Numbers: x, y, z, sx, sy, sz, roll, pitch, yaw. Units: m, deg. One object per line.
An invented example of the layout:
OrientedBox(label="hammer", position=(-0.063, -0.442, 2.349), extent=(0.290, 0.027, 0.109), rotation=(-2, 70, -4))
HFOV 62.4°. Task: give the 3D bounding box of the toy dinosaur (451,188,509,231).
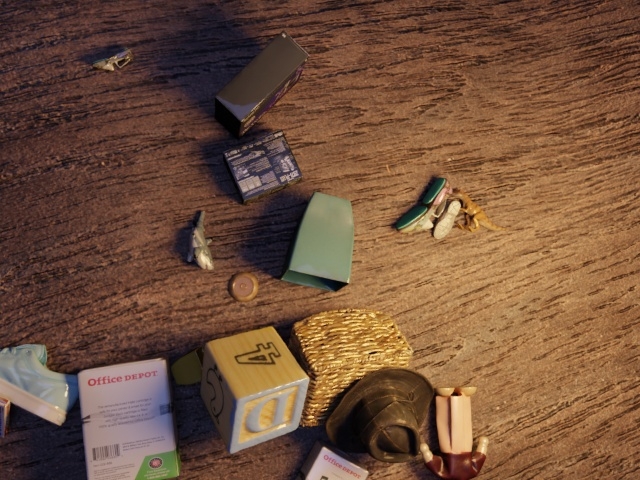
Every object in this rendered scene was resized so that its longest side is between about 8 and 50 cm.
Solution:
OrientedBox(label="toy dinosaur", position=(0.471, -0.068, 1.576), extent=(0.211, 0.064, 0.112), rotation=(43, 78, -4))

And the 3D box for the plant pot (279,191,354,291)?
OrientedBox(label="plant pot", position=(0.000, 0.000, 1.441), extent=(0.165, 0.165, 0.234), rotation=(12, 74, -9))

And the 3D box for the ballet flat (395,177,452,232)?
OrientedBox(label="ballet flat", position=(0.316, -0.087, 1.552), extent=(0.221, 0.077, 0.079), rotation=(-48, 115, -11))

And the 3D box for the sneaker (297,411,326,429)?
OrientedBox(label="sneaker", position=(-0.028, 0.467, 1.429), extent=(0.214, 0.084, 0.083), rotation=(2, 107, -12))

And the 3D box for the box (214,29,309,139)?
OrientedBox(label="box", position=(-0.165, -0.417, 1.440), extent=(0.103, 0.184, 0.261), rotation=(43, 79, -3))

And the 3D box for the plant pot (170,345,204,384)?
OrientedBox(label="plant pot", position=(-0.342, 0.334, 1.383), extent=(0.083, 0.081, 0.081), rotation=(-22, 88, 0))

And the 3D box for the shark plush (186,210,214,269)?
OrientedBox(label="shark plush", position=(-0.327, 0.002, 1.449), extent=(0.067, 0.073, 0.161), rotation=(4, 61, -29))

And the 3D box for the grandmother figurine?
OrientedBox(label="grandmother figurine", position=(0.372, 0.582, 1.454), extent=(0.207, 0.104, 0.343), rotation=(-2, 76, -2))

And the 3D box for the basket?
OrientedBox(label="basket", position=(0.058, 0.327, 1.408), extent=(0.299, 0.213, 0.223), rotation=(-5, 123, -22))

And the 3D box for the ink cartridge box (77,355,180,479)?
OrientedBox(label="ink cartridge box", position=(-0.472, 0.447, 1.322), extent=(0.211, 0.121, 0.289), rotation=(-6, 85, -11))

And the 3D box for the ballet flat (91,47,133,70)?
OrientedBox(label="ballet flat", position=(-0.569, -0.490, 1.452), extent=(0.114, 0.041, 0.041), rotation=(-27, 89, -11))

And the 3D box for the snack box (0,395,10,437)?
OrientedBox(label="snack box", position=(-0.777, 0.414, 1.259), extent=(0.064, 0.178, 0.022), rotation=(26, 41, -7))

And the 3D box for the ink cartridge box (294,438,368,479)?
OrientedBox(label="ink cartridge box", position=(0.012, 0.661, 1.404), extent=(0.148, 0.086, 0.203), rotation=(30, 80, -5))

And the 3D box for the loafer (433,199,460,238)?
OrientedBox(label="loafer", position=(0.372, -0.063, 1.569), extent=(0.045, 0.039, 0.125), rotation=(25, 101, -14))

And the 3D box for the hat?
OrientedBox(label="hat", position=(0.184, 0.480, 1.346), extent=(0.331, 0.134, 0.331), rotation=(-12, 124, -19))

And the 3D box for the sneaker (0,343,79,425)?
OrientedBox(label="sneaker", position=(-0.758, 0.308, 1.300), extent=(0.366, 0.135, 0.150), rotation=(31, 60, -7))

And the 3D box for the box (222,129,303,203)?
OrientedBox(label="box", position=(-0.161, -0.203, 1.471), extent=(0.180, 0.077, 0.147), rotation=(-25, 88, -11))

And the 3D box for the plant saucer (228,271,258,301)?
OrientedBox(label="plant saucer", position=(-0.213, 0.127, 1.458), extent=(0.083, 0.015, 0.083), rotation=(1, 84, -10))

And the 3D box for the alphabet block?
OrientedBox(label="alphabet block", position=(-0.167, 0.358, 1.294), extent=(0.193, 0.197, 0.192), rotation=(-7, 125, -33))
